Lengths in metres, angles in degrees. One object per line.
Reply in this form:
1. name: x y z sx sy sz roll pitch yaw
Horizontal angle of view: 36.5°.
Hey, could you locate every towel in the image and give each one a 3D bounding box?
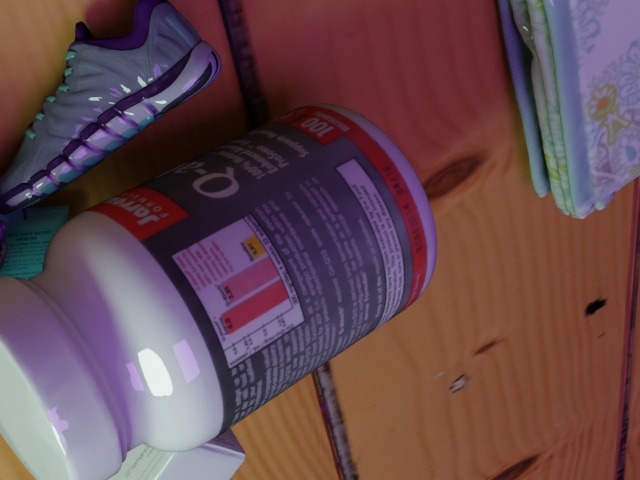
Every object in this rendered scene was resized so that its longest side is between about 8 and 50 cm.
1. towel: 0.350 -0.233 1.045 0.320 0.090 0.374 -34 135 -13

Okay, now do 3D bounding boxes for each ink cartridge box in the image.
1. ink cartridge box: -0.171 0.185 0.920 0.082 0.191 0.140 27 104 -42

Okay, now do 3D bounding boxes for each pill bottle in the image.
1. pill bottle: -0.094 0.043 0.803 0.363 0.210 0.210 -30 136 -32

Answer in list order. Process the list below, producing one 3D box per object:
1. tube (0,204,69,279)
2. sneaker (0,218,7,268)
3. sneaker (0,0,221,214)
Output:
1. tube: -0.269 0.065 0.868 0.080 0.052 0.207 -9 122 -35
2. sneaker: -0.295 0.025 0.774 0.104 0.095 0.236 -17 130 -13
3. sneaker: -0.192 -0.114 0.784 0.223 0.083 0.098 -34 99 6
